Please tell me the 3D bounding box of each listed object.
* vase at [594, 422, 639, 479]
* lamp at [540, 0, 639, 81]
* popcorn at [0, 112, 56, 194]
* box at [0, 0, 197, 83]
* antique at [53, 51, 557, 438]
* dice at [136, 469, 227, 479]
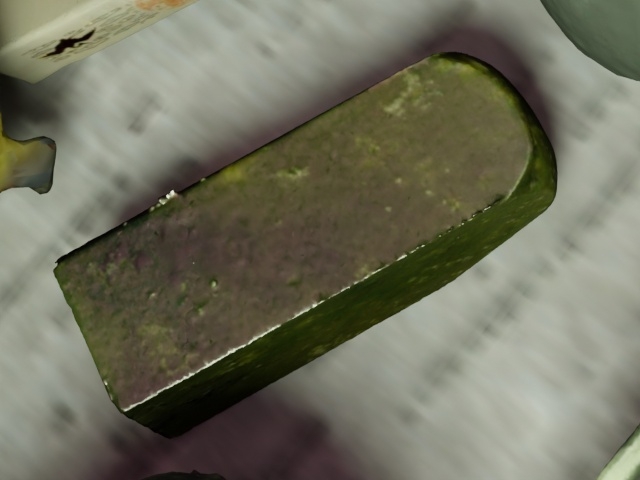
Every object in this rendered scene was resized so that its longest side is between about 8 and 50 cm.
[{"bbox_3d":[0.238,0.191,0.662,0.321,0.173,0.173,33,85,24],"label":"vase"},{"bbox_3d":[0.116,-0.172,0.765,0.314,0.182,0.182,24,82,22],"label":"lamp"},{"bbox_3d":[-0.251,-0.061,0.773,0.281,0.297,0.316,12,50,-18],"label":"popcorn"},{"bbox_3d":[-0.115,-0.283,0.872,0.204,0.051,0.365,-23,71,27],"label":"box"},{"bbox_3d":[0.000,0.000,0.795,0.221,0.080,0.081,-28,73,2],"label":"antique"},{"bbox_3d":[-0.071,0.212,0.677,0.183,0.181,0.182,-34,73,-27],"label":"dice"}]
